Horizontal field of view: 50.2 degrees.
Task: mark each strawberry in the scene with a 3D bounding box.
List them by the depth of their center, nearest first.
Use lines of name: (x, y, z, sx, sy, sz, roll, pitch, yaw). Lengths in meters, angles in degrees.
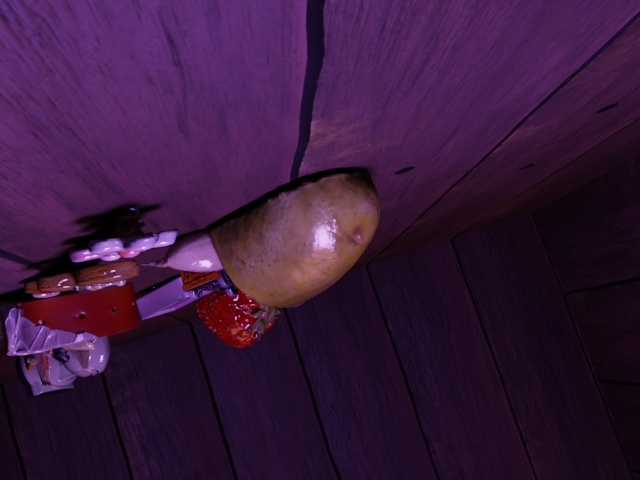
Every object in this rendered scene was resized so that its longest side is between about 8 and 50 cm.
strawberry: (-0.276, 0.204, 2.138, 0.277, 0.257, 0.257, 12, -171, 29)

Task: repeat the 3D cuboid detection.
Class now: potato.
potato: (0.000, 0.000, 1.377, 0.330, 0.213, 0.280, -15, 172, -35)

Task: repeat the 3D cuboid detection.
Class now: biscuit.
biscuit: (-0.443, 0.076, 1.299, 0.197, 0.049, 0.301, -13, -179, -41)

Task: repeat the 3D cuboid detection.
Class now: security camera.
security camera: (-0.781, 0.353, 2.124, 0.277, 0.191, 0.197, -24, 166, 18)

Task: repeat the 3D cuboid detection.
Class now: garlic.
garlic: (-0.264, 0.029, 1.447, 0.198, 0.090, 0.128, -18, -174, -37)

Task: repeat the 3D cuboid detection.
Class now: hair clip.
hair clip: (-0.337, 0.002, 1.144, 0.146, 0.075, 0.257, -19, 178, -35)

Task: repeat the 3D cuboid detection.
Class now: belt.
belt: (-0.556, 0.171, 1.509, 0.227, 0.115, 0.324, -12, 179, 36)

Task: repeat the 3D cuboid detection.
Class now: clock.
clock: (-0.416, 0.157, 1.978, 0.197, 0.063, 0.150, -27, 173, 29)

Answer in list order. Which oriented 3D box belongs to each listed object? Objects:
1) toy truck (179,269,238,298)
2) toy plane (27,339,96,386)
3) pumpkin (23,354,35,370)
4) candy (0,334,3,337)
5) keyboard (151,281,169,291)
toy truck: (-0.239, 0.074, 1.697, 0.107, 0.114, 0.252, -23, 170, 22)
toy plane: (-0.663, 0.237, 1.693, 0.256, 0.242, 0.104, 7, 153, 21)
pumpkin: (-0.767, 0.281, 1.942, 0.183, 0.108, 0.119, -26, 180, -1)
candy: (-0.919, 0.283, 1.940, 0.083, 0.025, 0.023, -36, -169, 38)
keyboard: (-0.469, 0.142, 2.012, 0.053, 0.010, 0.155, -17, 172, -16)
